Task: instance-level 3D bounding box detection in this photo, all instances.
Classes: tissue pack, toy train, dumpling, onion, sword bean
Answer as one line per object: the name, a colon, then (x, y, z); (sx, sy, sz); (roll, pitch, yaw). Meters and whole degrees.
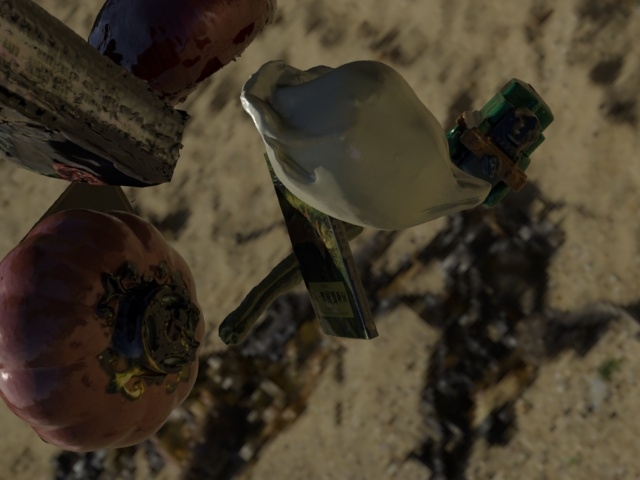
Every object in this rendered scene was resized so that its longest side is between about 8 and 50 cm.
tissue pack: (-0.316, -0.151, 1.611); (0.245, 0.332, 0.123); (7, 73, 34)
toy train: (0.206, -0.117, 1.876); (0.136, 0.091, 0.228); (-46, 5, 8)
dumpling: (0.034, -0.091, 1.447); (0.132, 0.250, 0.162); (-58, 29, 27)
onion: (-0.165, -0.245, 1.874); (0.248, 0.161, 0.248); (-46, 20, 22)
sword bean: (-0.038, 0.045, 2.041); (0.269, 0.043, 0.038); (-42, 4, -37)

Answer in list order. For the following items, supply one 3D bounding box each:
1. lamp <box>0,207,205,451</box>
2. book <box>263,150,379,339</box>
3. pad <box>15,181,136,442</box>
lamp: (-0.261, 0.110, 2.006); (0.239, 0.305, 0.305); (-1, 48, 39)
book: (0.000, 0.000, 1.847); (0.024, 0.228, 0.160); (-19, 5, -17)
pad: (-0.295, 0.101, 2.224); (0.063, 0.315, 0.375); (-7, 34, 32)
